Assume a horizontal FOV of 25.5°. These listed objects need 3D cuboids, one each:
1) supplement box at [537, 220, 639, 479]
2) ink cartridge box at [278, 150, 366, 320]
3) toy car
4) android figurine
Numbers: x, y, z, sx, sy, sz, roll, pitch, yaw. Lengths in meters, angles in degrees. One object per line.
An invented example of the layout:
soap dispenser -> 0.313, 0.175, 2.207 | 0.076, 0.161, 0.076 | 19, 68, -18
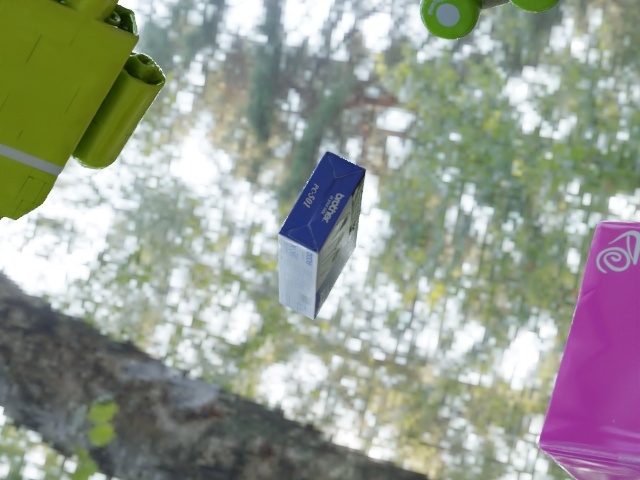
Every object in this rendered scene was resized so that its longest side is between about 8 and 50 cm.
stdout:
supplement box -> 0.202, 0.089, 0.643 | 0.220, 0.111, 0.114 | 40, -118, -48
ink cartridge box -> 0.000, 0.000, 1.395 | 0.097, 0.046, 0.207 | -60, -9, -18
toy car -> 0.131, -0.294, 1.212 | 0.188, 0.149, 0.155 | 64, -154, -23
android figurine -> -0.239, -0.116, 0.983 | 0.273, 0.248, 0.056 | -55, 30, 28
